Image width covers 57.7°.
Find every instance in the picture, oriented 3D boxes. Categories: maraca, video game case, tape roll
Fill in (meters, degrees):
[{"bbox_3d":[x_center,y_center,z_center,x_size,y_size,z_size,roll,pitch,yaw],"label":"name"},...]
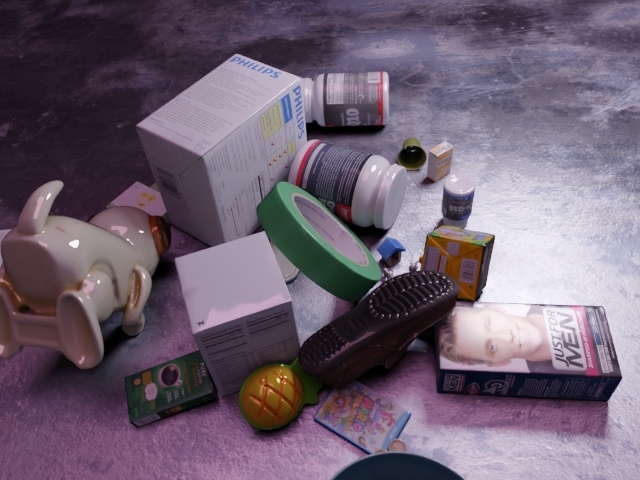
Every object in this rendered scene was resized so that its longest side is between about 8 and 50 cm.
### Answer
[{"bbox_3d":[-0.081,0.313,1.199,0.186,0.099,0.127,-19,88,-28],"label":"maraca"},{"bbox_3d":[0.085,0.361,1.194,0.166,0.015,0.119,25,55,25],"label":"video game case"},{"bbox_3d":[0.000,0.000,1.331,0.077,0.321,0.321,-47,51,13],"label":"tape roll"}]

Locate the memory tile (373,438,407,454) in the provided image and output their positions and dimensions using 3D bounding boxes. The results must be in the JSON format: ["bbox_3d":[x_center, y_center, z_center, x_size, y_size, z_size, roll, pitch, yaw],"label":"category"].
[{"bbox_3d":[0.152,0.458,1.094,0.113,0.012,0.148,-31,59,-19],"label":"memory tile"}]

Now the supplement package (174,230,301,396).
[{"bbox_3d":[-0.165,0.159,1.232,0.198,0.262,0.199,-17,50,-9],"label":"supplement package"}]

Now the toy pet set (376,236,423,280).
[{"bbox_3d":[0.202,0.044,1.427,0.122,0.065,0.114,-25,51,-16],"label":"toy pet set"}]

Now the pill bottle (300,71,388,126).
[{"bbox_3d":[0.068,-0.435,1.799,0.284,0.161,0.161,-1,49,6],"label":"pill bottle"}]

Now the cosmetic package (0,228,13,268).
[{"bbox_3d":[-0.751,0.073,1.442,0.184,0.151,0.151,-7,50,-1],"label":"cosmetic package"}]

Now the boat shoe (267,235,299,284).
[{"bbox_3d":[-0.096,0.020,1.471,0.095,0.079,0.254,-16,47,-5],"label":"boat shoe"}]

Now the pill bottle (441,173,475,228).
[{"bbox_3d":[0.351,-0.096,1.487,0.078,0.137,0.078,-4,48,4],"label":"pill bottle"}]

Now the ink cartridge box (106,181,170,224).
[{"bbox_3d":[-0.459,-0.121,1.650,0.171,0.056,0.235,26,58,26],"label":"ink cartridge box"}]

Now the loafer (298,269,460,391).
[{"bbox_3d":[0.132,0.190,1.227,0.366,0.130,0.133,-29,33,-1],"label":"loafer"}]

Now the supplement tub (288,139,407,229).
[{"bbox_3d":[0.070,-0.146,1.524,0.273,0.191,0.191,18,53,21],"label":"supplement tub"}]

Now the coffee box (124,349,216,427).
[{"bbox_3d":[-0.323,0.316,1.248,0.184,0.040,0.113,-21,51,-4],"label":"coffee box"}]

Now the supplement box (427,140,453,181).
[{"bbox_3d":[0.334,-0.220,1.623,0.062,0.098,0.036,-33,54,-21],"label":"supplement box"}]

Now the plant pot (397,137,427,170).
[{"bbox_3d":[0.265,-0.259,1.686,0.084,0.083,0.079,1,38,7],"label":"plant pot"}]

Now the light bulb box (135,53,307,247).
[{"bbox_3d":[-0.228,-0.224,1.513,0.225,0.357,0.361,28,56,24],"label":"light bulb box"}]

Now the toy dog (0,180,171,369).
[{"bbox_3d":[-0.525,0.048,1.316,0.285,0.394,0.408,-6,14,18],"label":"toy dog"}]

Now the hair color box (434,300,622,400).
[{"bbox_3d":[0.419,0.228,1.218,0.348,0.105,0.173,1,48,7],"label":"hair color box"}]

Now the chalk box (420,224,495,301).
[{"bbox_3d":[0.320,0.043,1.340,0.132,0.132,0.213,12,12,21],"label":"chalk box"}]

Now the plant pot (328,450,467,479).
[{"bbox_3d":[0.126,0.517,0.923,0.291,0.195,0.290,-2,42,2],"label":"plant pot"}]
